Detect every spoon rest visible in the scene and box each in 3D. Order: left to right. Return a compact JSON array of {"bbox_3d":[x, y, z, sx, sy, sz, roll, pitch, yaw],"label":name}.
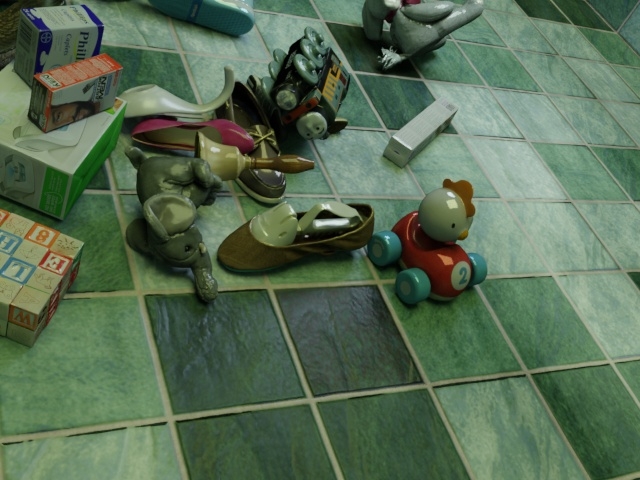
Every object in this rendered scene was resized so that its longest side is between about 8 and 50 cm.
[{"bbox_3d":[-0.314,-0.302,1.615,0.276,0.084,0.137,-18,24,-12],"label":"spoon rest"}]

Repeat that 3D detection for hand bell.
[{"bbox_3d":[-0.130,-0.157,1.531,0.242,0.126,0.126,-1,48,-14],"label":"hand bell"}]

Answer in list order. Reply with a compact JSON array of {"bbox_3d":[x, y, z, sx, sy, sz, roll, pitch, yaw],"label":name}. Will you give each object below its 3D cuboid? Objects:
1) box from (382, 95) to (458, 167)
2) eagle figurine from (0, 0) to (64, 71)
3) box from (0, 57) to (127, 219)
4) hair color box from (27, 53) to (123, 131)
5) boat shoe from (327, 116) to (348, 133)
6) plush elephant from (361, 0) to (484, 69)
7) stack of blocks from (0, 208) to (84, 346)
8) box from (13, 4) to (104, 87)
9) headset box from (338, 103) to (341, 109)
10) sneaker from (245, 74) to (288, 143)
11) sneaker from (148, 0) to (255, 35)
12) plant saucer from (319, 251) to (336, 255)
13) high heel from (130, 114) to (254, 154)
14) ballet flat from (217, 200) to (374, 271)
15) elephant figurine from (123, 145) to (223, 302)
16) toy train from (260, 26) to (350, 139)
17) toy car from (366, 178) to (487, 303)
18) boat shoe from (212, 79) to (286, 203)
[{"bbox_3d":[0.269,-0.290,1.975,0.067,0.063,0.324,35,41,10],"label":"box"},{"bbox_3d":[-0.657,-0.406,1.466,0.298,0.225,0.226,-6,47,-29],"label":"eagle figurine"},{"bbox_3d":[-0.525,-0.196,1.403,0.231,0.126,0.262,24,40,-6],"label":"box"},{"bbox_3d":[-0.441,-0.268,1.356,0.053,0.093,0.167,39,41,13],"label":"hair color box"},{"bbox_3d":[0.006,-0.290,1.843,0.135,0.050,0.045,-10,59,-35],"label":"boat shoe"},{"bbox_3d":[0.249,-0.672,2.199,0.330,0.272,0.255,-30,91,-19],"label":"plush elephant"},{"bbox_3d":[-0.553,0.029,1.185,0.297,0.087,0.171,23,41,-6],"label":"stack of blocks"},{"bbox_3d":[-0.488,-0.363,1.403,0.072,0.126,0.137,44,41,21],"label":"box"},{"bbox_3d":[0.005,-0.366,1.933,0.083,0.032,0.062,3,46,-25],"label":"headset box"},{"bbox_3d":[-0.087,-0.315,1.794,0.132,0.086,0.228,0,47,-32],"label":"sneaker"},{"bbox_3d":[-0.318,-0.683,1.980,0.319,0.127,0.208,18,59,-25],"label":"sneaker"},{"bbox_3d":[0.000,0.000,1.571,0.083,0.013,0.083,16,42,-14],"label":"plant saucer"},{"bbox_3d":[-0.265,-0.210,1.559,0.244,0.082,0.117,19,31,12],"label":"high heel"},{"bbox_3d":[-0.034,-0.024,1.476,0.342,0.124,0.116,-7,53,-28],"label":"ballet flat"},{"bbox_3d":[-0.271,-0.030,1.364,0.186,0.169,0.239,1,57,12],"label":"elephant figurine"},{"bbox_3d":[-0.024,-0.363,1.745,0.190,0.142,0.334,49,28,-24],"label":"toy train"},{"bbox_3d":[0.259,-0.016,1.558,0.219,0.238,0.210,-12,55,-36],"label":"toy car"},{"bbox_3d":[-0.150,-0.221,1.651,0.117,0.096,0.324,-3,49,-30],"label":"boat shoe"}]
